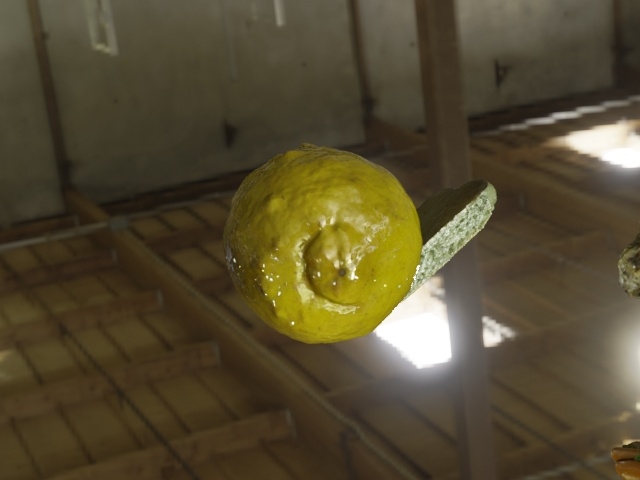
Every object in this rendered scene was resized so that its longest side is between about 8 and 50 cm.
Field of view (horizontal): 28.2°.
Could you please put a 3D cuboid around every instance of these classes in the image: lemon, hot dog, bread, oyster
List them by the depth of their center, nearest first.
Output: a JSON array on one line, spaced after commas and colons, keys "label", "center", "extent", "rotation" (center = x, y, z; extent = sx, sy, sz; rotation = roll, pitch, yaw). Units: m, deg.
[{"label": "lemon", "center": [0.003, 0.002, 1.733], "extent": [0.285, 0.285, 0.316], "rotation": [0, -168, 20]}, {"label": "oyster", "center": [0.455, 0.000, 1.740], "extent": [0.053, 0.165, 0.108], "rotation": [28, -177, -16]}, {"label": "bread", "center": [0.143, 0.012, 1.922], "extent": [0.286, 0.056, 0.207], "rotation": [-41, -167, -1]}, {"label": "hot dog", "center": [0.671, 0.425, 2.447], "extent": [0.250, 0.068, 0.100], "rotation": [-7, -143, 47]}]
